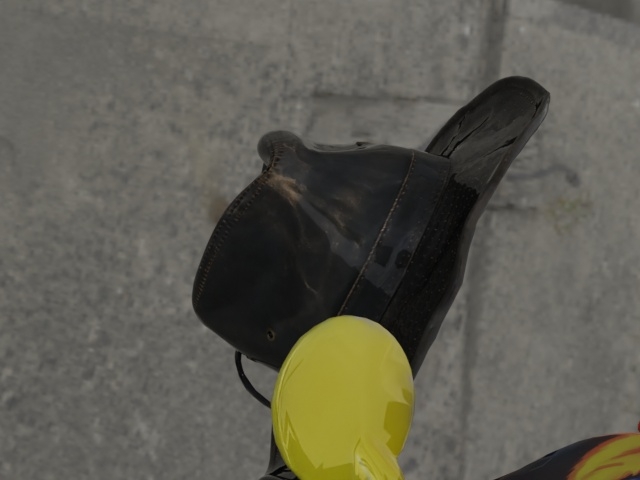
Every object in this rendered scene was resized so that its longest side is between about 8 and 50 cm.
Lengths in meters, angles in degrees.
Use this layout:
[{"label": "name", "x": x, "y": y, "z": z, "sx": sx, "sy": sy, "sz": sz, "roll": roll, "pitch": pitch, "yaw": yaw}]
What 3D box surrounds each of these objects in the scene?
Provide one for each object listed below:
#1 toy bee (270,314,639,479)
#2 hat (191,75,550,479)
[{"label": "toy bee", "x": 0.068, "y": 0.121, "z": 0.383, "sx": 0.162, "sy": 0.298, "sz": 0.195, "roll": -45, "pitch": 140, "yaw": -55}, {"label": "hat", "x": 0.000, "y": 0.000, "z": 0.781, "sx": 0.331, "sy": 0.134, "sz": 0.331, "roll": -57, "pitch": -174, "yaw": 10}]
